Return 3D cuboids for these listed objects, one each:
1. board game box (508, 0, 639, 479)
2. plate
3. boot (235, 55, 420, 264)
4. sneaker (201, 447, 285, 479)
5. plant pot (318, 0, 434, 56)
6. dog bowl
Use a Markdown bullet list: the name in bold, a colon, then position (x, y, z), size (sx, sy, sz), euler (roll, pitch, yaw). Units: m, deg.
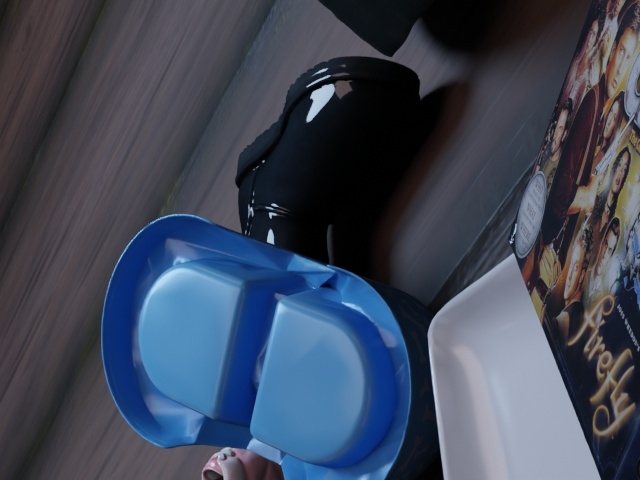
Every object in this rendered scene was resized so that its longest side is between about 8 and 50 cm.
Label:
- **board game box**: position (0.145, -0.017, 0.787), size (0.243, 0.042, 0.165), euler (-100, 26, -65)
- **plate**: position (0.148, 0.123, 0.937), size (0.277, 0.045, 0.278), euler (135, 133, -57)
- **boot**: position (0.000, 0.000, 1.351), size (0.246, 0.094, 0.207), euler (141, 134, -57)
- **sneaker**: position (-0.056, 0.163, 1.440), size (0.051, 0.070, 0.134), euler (132, 145, -56)
- **plant pot**: position (0.014, -0.301, 1.274), size (0.196, 0.293, 0.293), euler (-45, 29, 9)
- **dog bowl**: position (-0.029, 0.083, 1.253), size (0.297, 0.074, 0.166), euler (19, 100, 42)
